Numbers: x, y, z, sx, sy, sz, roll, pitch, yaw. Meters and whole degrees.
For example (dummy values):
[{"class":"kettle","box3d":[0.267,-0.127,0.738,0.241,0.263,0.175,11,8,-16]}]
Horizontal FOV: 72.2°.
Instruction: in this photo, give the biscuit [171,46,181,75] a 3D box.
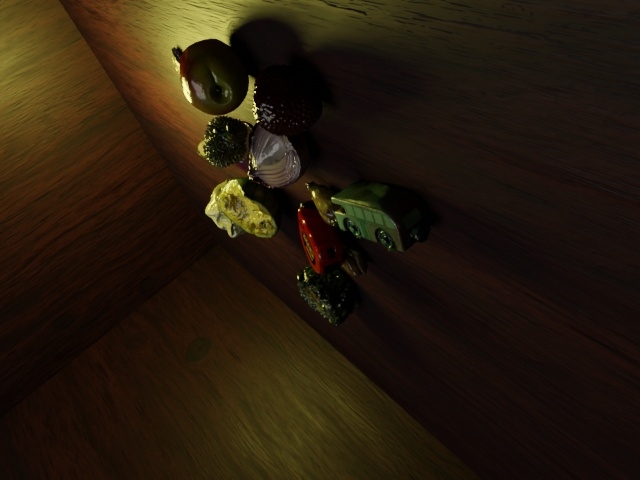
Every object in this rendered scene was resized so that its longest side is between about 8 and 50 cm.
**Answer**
[{"class":"biscuit","box3d":[-0.536,-0.651,1.834,0.290,0.038,0.141,55,161,-20]}]

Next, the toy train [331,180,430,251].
[{"class":"toy train","box3d":[0.169,-0.074,1.243,0.326,0.129,0.159,24,144,53]}]

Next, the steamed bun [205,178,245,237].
[{"class":"steamed bun","box3d":[-0.415,-0.185,2.227,0.280,0.268,0.207,42,132,1]}]

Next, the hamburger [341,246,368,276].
[{"class":"hamburger","box3d":[0.125,0.065,1.710,0.176,0.087,0.102,-143,36,-64]}]

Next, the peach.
[{"class":"peach","box3d":[-0.336,-0.511,1.377,0.231,0.231,0.231,42,161,18]}]

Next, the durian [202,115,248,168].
[{"class":"durian","box3d":[-0.313,-0.335,1.466,0.198,0.146,0.159,-49,41,38]}]

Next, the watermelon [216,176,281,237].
[{"class":"watermelon","box3d":[-0.294,-0.172,2.012,0.331,0.189,0.331,26,158,11]}]

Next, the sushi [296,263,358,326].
[{"class":"sushi","box3d":[0.038,0.257,2.135,0.294,0.178,0.352,39,161,24]}]

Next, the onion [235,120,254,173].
[{"class":"onion","box3d":[-0.259,-0.337,1.632,0.207,0.200,0.200,20,151,23]}]

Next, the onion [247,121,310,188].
[{"class":"onion","box3d":[-0.148,-0.285,1.475,0.283,0.120,0.227,-26,94,45]}]

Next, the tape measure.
[{"class":"tape measure","box3d":[0.000,0.001,1.701,0.260,0.114,0.253,93,155,-64]}]

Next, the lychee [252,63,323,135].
[{"class":"lychee","box3d":[-0.092,-0.368,1.164,0.194,0.194,0.194,42,161,18]}]

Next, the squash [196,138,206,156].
[{"class":"squash","box3d":[-0.557,-0.444,2.245,0.105,0.105,0.132,42,173,20]}]

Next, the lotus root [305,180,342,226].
[{"class":"lotus root","box3d":[0.025,-0.135,1.518,0.190,0.094,0.108,53,131,17]}]
